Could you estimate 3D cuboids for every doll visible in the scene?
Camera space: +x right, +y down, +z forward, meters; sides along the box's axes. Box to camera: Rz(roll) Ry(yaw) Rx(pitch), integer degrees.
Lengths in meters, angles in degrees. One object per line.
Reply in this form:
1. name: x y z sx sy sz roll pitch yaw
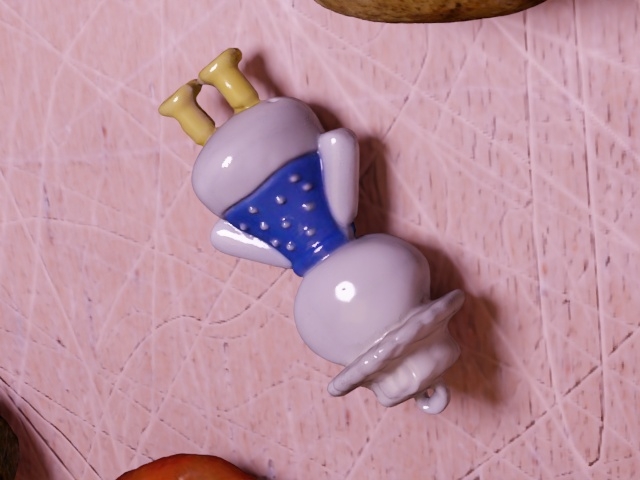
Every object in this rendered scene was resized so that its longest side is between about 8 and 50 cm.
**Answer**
1. doll: 0.000 0.000 1.289 0.138 0.119 0.293 -39 86 22

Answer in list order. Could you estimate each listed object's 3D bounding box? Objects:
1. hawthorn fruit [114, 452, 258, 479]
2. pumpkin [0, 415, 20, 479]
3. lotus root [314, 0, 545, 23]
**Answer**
1. hawthorn fruit: -0.111 0.315 1.464 0.211 0.211 0.299 19 133 22
2. pumpkin: -0.388 0.210 1.581 0.139 0.222 0.317 36 134 -25
3. lotus root: 0.086 -0.206 1.115 0.260 0.128 0.145 -5 102 31
